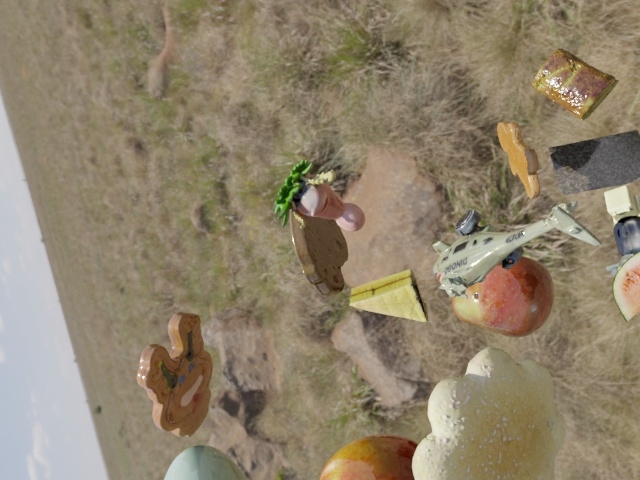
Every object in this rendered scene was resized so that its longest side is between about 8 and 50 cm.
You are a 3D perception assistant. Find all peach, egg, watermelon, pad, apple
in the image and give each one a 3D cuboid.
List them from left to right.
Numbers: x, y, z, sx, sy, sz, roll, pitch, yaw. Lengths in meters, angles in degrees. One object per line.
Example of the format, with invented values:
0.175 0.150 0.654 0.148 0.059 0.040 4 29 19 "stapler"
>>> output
-0.227 0.620 1.124 0.230 0.230 0.371 118 138 -55 "egg"
0.141 0.499 1.033 0.245 0.274 0.249 -18 81 38 "peach"
0.642 0.188 1.893 0.348 0.348 0.277 10 82 62 "apple"
0.758 -0.212 1.454 0.003 0.235 0.158 54 -151 -60 "pad"
0.622 0.072 1.036 0.163 0.069 0.087 -45 69 13 "watermelon"

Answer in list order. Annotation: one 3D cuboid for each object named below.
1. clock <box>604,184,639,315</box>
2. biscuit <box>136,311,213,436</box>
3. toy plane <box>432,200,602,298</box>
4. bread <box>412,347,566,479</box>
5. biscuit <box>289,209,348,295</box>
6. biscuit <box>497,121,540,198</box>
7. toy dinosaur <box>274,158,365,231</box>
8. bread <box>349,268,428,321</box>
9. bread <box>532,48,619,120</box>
0.890 0.055 1.493 0.120 0.276 0.379 -25 43 39 "clock"
-0.313 0.324 1.225 0.047 0.202 0.334 13 130 21 "biscuit"
0.218 0.011 0.665 0.092 0.108 0.286 39 151 -5 "toy plane"
0.277 0.320 0.839 0.054 0.316 0.316 8 111 61 "bread"
0.000 0.000 1.734 0.381 0.074 0.359 39 -136 -63 "biscuit"
0.524 -0.234 1.416 0.250 0.036 0.165 -98 -10 -50 "biscuit"
0.000 -0.065 1.148 0.177 0.152 0.194 33 180 13 "toy dinosaur"
0.259 0.236 2.024 0.168 0.264 0.163 -70 -42 -68 "bread"
0.663 -0.414 1.408 0.172 0.103 0.132 45 111 24 "bread"
